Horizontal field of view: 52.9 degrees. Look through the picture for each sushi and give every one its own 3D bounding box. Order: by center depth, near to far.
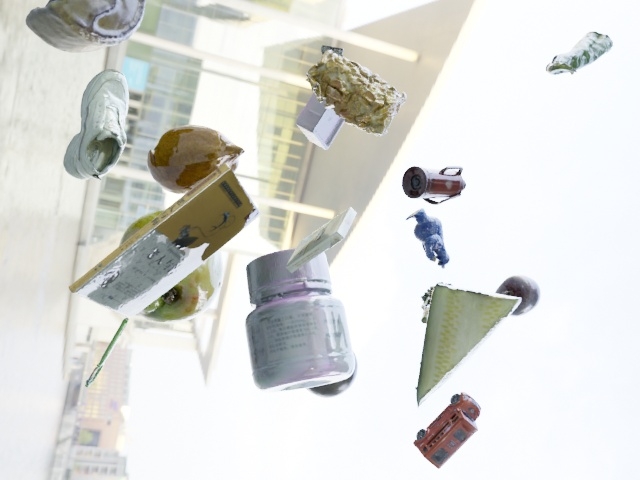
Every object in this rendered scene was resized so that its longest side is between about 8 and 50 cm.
[{"bbox_3d":[0.041,-0.677,2.323,0.044,0.084,0.045,-114,-148,-74],"label":"sushi"}]

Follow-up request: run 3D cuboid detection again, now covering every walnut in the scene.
[{"bbox_3d":[-0.367,-0.250,1.930,0.337,0.209,0.208,-7,-113,29],"label":"walnut"}]

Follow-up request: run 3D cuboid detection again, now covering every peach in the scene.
[{"bbox_3d":[-0.426,0.066,1.798,0.315,0.281,0.315,-21,-130,18],"label":"peach"}]

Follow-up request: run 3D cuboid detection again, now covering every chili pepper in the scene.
[{"bbox_3d":[0.665,-0.473,1.661,0.359,0.085,0.076,-37,154,-42],"label":"chili pepper"}]

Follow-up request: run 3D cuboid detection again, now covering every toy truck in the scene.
[{"bbox_3d":[0.438,0.634,2.150,0.252,0.107,0.114,-46,-160,2],"label":"toy truck"}]

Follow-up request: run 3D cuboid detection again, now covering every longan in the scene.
[{"bbox_3d":[0.017,0.396,2.009,0.213,0.198,0.197,0,-103,37],"label":"longan"}]

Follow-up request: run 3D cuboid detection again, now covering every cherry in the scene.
[{"bbox_3d":[0.532,0.172,1.810,0.188,0.115,0.148,-45,180,23],"label":"cherry"}]

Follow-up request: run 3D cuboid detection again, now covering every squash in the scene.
[{"bbox_3d":[0.294,0.222,1.277,0.093,0.170,0.251,11,88,-64],"label":"squash"}]

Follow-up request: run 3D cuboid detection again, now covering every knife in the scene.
[{"bbox_3d":[-0.535,0.279,1.629,0.212,0.015,0.054,-58,179,12],"label":"knife"}]

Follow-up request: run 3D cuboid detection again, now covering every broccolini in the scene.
[{"bbox_3d":[0.272,0.141,1.500,0.203,0.091,0.068,-21,118,-71],"label":"broccolini"}]

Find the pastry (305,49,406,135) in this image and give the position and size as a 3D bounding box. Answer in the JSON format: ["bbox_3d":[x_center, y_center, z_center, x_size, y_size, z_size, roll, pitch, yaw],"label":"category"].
[{"bbox_3d":[0.065,-0.341,1.483,0.154,0.250,0.102,-51,165,-28],"label":"pastry"}]

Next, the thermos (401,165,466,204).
[{"bbox_3d":[0.352,-0.170,1.886,0.099,0.232,0.124,55,-50,33],"label":"thermos"}]

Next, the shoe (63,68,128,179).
[{"bbox_3d":[-0.617,-0.327,1.858,0.211,0.132,0.341,20,-90,49],"label":"shoe"}]

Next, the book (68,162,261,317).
[{"bbox_3d":[-0.309,0.013,1.352,0.032,0.389,0.269,49,-5,19],"label":"book"}]

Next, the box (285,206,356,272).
[{"bbox_3d":[0.000,0.000,1.320,0.167,0.024,0.090,-34,-162,39],"label":"box"}]

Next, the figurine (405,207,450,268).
[{"bbox_3d":[0.442,-0.013,2.540,0.262,0.121,0.164,60,5,-16],"label":"figurine"}]

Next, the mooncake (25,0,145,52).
[{"bbox_3d":[-0.785,-0.845,2.157,0.246,0.393,0.393,3,-71,40],"label":"mooncake"}]

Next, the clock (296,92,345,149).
[{"bbox_3d":[0.024,-0.370,1.789,0.197,0.063,0.150,-59,159,-2],"label":"clock"}]

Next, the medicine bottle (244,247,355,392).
[{"bbox_3d":[-0.058,0.189,1.513,0.241,0.241,0.301,136,-53,-60],"label":"medicine bottle"}]
